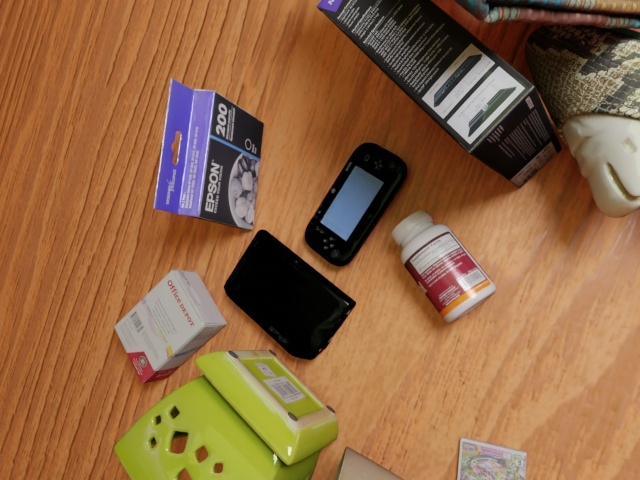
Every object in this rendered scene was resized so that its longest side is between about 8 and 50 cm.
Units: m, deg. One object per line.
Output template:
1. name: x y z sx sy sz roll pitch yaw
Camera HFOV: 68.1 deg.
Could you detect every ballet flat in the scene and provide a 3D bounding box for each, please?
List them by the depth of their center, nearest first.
1. ballet flat: 0.417 -0.069 0.497 0.482 0.164 0.182 29 88 11

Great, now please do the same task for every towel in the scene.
1. towel: 0.150 -0.320 0.509 0.370 0.271 0.040 60 148 34

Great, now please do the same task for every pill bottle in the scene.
1. pill bottle: 0.171 0.034 0.677 0.086 0.086 0.152 -40 69 15

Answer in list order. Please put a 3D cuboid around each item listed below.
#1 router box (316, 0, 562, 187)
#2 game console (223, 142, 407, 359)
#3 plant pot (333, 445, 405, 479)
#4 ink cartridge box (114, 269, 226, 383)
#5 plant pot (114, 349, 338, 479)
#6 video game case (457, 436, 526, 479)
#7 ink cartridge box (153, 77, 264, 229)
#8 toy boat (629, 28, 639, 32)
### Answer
1. router box: 0.165 -0.189 0.583 0.081 0.308 0.243 -47 68 21
2. game console: 0.000 0.000 0.784 0.213 0.044 0.362 36 98 24
3. plant pot: 0.118 0.436 0.583 0.273 0.256 0.257 19 92 9
4. ink cartridge box: -0.277 0.157 0.874 0.175 0.072 0.127 -41 69 15
5. plant pot: -0.114 0.294 0.706 0.227 0.228 0.207 38 92 24
6. video game case: 0.233 0.343 0.651 0.087 0.011 0.122 4 85 25
7. ink cartridge box: -0.174 -0.133 0.789 0.045 0.208 0.207 3 85 28
8. toy boat: 0.344 -0.283 0.626 0.231 0.150 0.151 47 133 23
